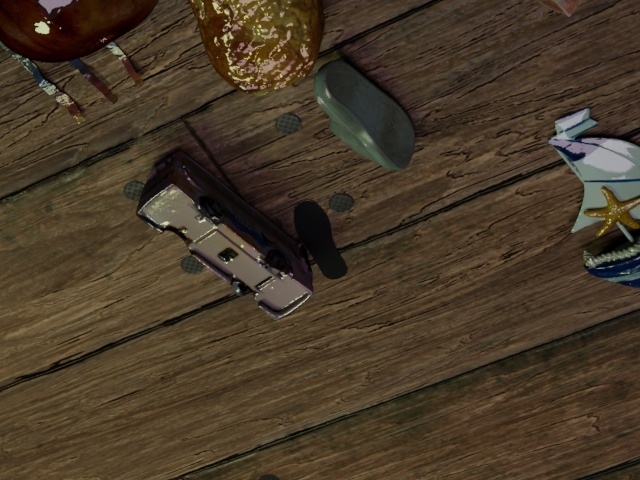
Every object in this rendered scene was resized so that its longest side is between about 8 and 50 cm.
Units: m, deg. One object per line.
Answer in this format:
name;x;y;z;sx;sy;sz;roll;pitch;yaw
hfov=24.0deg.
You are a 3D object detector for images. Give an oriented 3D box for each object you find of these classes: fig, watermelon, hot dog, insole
fig;-0.306;-0.321;1.812;0.214;0.235;0.235;40;121;-13
watermelon;0.285;-0.317;1.875;0.092;0.084;0.072;-9;121;-16
hot dog;-0.085;-0.311;1.883;0.175;0.114;0.259;-9;130;3
insole;0.000;0.000;2.194;0.053;0.002;0.152;-18;126;15

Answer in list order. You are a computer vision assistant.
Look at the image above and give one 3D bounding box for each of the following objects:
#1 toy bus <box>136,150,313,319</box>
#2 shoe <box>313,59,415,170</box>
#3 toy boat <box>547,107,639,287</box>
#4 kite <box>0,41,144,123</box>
toy bus;-0.128;-0.008;2.123;0.090;0.112;0.274;-37;119;27
shoe;0.048;-0.169;2.026;0.078;0.079;0.195;3;149;47
toy boat;0.419;-0.071;2.103;0.220;0.067;0.291;-32;110;24
kite;-0.393;-0.301;1.960;0.204;0.022;0.360;-29;122;19
